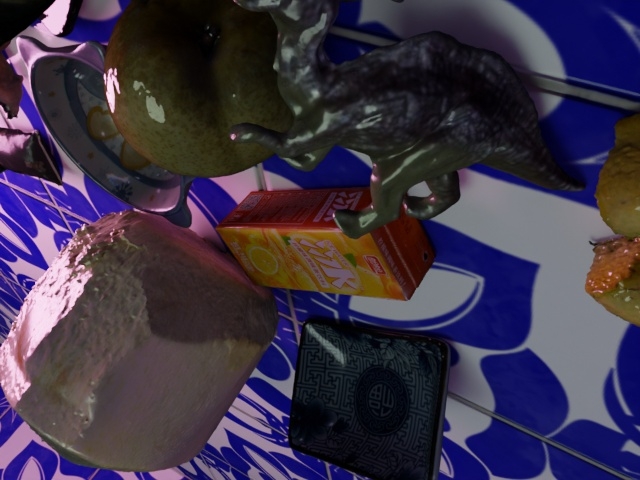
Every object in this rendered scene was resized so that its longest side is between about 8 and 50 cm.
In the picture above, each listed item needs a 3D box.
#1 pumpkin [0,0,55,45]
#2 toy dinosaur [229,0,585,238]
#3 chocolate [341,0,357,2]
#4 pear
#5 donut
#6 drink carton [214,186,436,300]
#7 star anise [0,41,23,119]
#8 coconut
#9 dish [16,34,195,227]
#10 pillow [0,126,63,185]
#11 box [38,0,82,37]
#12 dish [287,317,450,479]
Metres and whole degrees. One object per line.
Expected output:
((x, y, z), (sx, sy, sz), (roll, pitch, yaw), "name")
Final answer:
((-0.312, -0.257, 0.436), (0.241, 0.323, 0.323), (59, 149, 6), "pumpkin")
((0.052, -0.079, 0.462), (0.294, 0.077, 0.162), (18, 137, -35), "toy dinosaur")
((0.045, -0.196, 0.387), (0.072, 0.072, 0.167), (50, 146, -20), "chocolate")
((-0.086, -0.130, 0.520), (0.167, 0.167, 0.137), (32, 156, 9), "pear")
((0.252, 0.006, 0.442), (0.146, 0.078, 0.181), (22, 147, 28), "donut")
((0.000, 0.000, 0.692), (0.222, 0.071, 0.096), (3, 134, 43), "drink carton")
((-0.431, -0.259, 0.804), (0.172, 0.063, 0.208), (43, 152, -1), "star anise")
((-0.233, 0.134, 0.818), (0.297, 0.310, 0.297), (35, -178, -1), "coconut")
((-0.193, -0.131, 0.702), (0.227, 0.086, 0.236), (10, 139, 35), "dish")
((-0.459, -0.133, 1.004), (0.150, 0.048, 0.090), (11, 149, 30), "pillow")
((-0.289, -0.282, 0.662), (0.125, 0.027, 0.126), (47, 149, -11), "box")
((0.073, 0.204, 0.847), (0.243, 0.182, 0.080), (3, 173, 45), "dish")
